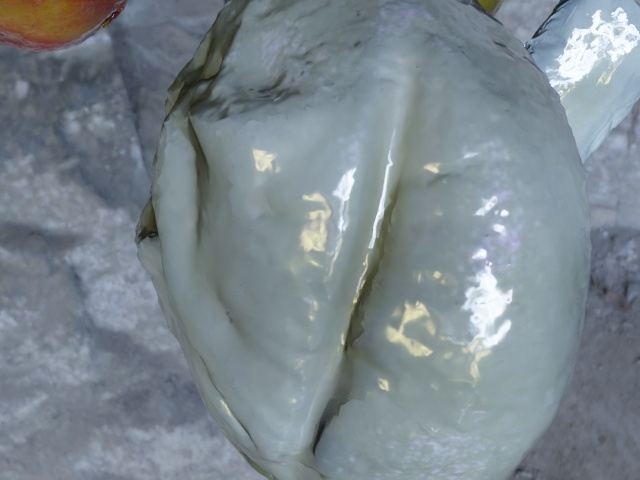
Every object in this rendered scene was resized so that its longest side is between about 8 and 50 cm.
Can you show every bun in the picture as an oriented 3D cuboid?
[{"bbox_3d":[0.000,0.000,0.637,0.220,0.365,0.365,-4,48,-18],"label":"bun"}]

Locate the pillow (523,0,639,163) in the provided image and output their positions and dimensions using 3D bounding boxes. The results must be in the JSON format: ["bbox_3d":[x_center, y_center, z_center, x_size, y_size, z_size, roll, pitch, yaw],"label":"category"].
[{"bbox_3d":[0.230,-0.133,0.968,0.128,0.229,0.051,31,19,-11],"label":"pillow"}]

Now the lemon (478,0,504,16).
[{"bbox_3d":[0.103,-0.316,1.141,0.234,0.233,0.288,33,68,28],"label":"lemon"}]

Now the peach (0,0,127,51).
[{"bbox_3d":[-0.355,-0.393,1.044,0.339,0.416,0.353,-20,40,42],"label":"peach"}]
